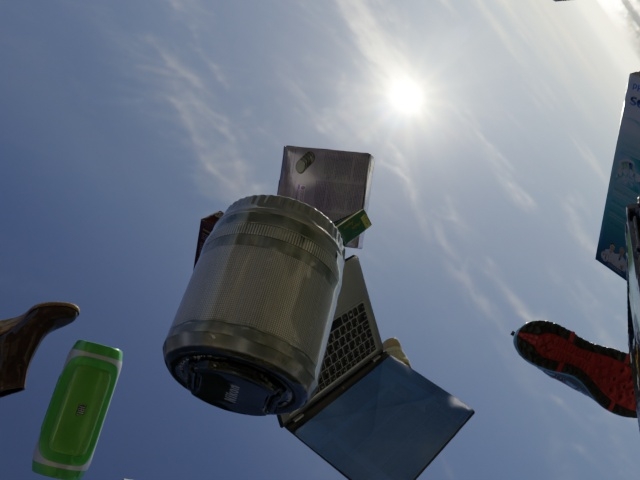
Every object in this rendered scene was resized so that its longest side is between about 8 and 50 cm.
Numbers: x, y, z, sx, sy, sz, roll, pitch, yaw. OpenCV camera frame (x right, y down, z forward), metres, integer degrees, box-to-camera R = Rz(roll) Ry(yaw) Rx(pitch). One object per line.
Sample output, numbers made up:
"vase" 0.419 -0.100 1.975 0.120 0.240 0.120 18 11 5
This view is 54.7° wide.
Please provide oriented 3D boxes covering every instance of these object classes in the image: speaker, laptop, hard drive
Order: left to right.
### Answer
"speaker" -0.556 0.386 1.424 0.131 0.131 0.296 28 -112 -38
"laptop" 0.102 0.268 1.335 0.382 0.236 0.408 -25 -78 -48
"hard drive" 0.406 0.142 0.728 0.339 0.064 0.237 61 -148 -42

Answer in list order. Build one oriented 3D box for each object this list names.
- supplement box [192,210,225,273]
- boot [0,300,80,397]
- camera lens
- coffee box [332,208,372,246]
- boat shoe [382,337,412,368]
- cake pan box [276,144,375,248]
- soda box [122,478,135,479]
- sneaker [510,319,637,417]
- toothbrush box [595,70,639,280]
"supplement box" -0.226 0.066 1.452 0.130 0.239 0.073 28 -147 19
"boot" -0.690 0.262 1.460 0.090 0.248 0.207 81 171 -51
"camera lens" -0.089 0.098 0.905 0.219 0.219 0.274 37 -131 -28
"coffee box" 0.000 0.000 1.209 0.113 0.184 0.040 -34 -81 -50
"boat shoe" 0.179 0.357 1.693 0.109 0.302 0.098 -7 -120 -9
"cake pan box" 0.007 -0.111 1.646 0.070 0.246 0.266 12 -95 -69
"soda box" -0.275 0.499 1.100 0.091 0.098 0.286 25 164 25
"sneaker" 0.470 0.221 1.117 0.262 0.104 0.125 32 176 8
"toothbrush box" 0.528 -0.092 0.855 0.126 0.216 0.295 -126 28 -56
